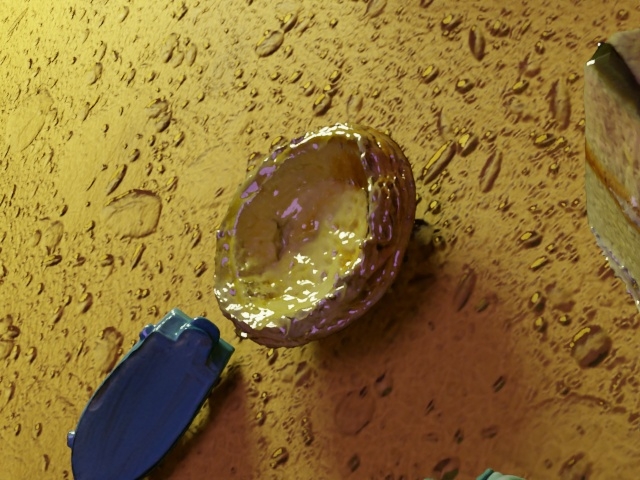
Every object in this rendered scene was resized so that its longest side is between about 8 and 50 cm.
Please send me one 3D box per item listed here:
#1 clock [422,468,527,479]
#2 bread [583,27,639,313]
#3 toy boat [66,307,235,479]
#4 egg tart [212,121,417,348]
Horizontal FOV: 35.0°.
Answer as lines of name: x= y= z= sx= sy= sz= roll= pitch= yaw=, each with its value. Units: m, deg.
clock: x=0.123 y=0.189 z=0.533 sx=0.060 sy=0.188 sz=0.148 roll=-48 pitch=39 yaw=9
bread: x=0.309 y=-0.047 z=0.616 sx=0.263 sy=0.163 sz=0.168 roll=-15 pitch=47 yaw=-1
toy boat: x=-0.162 y=0.151 z=0.929 sx=0.215 sy=0.088 sz=0.102 roll=-54 pitch=7 yaw=4
egg tart: x=0.001 y=0.001 z=0.844 sx=0.212 sy=0.090 sz=0.213 roll=-26 pitch=47 yaw=31
